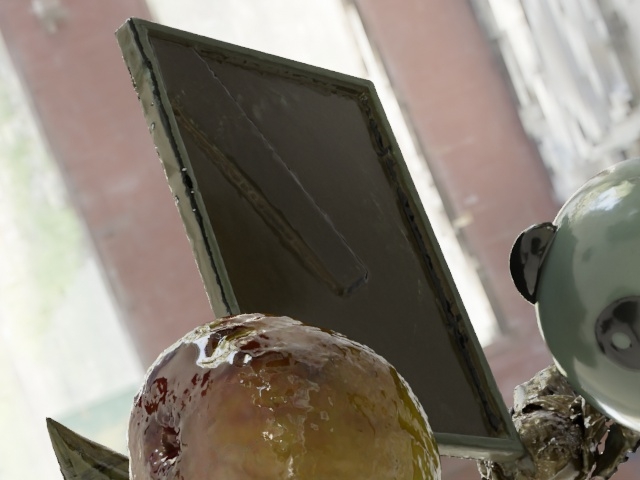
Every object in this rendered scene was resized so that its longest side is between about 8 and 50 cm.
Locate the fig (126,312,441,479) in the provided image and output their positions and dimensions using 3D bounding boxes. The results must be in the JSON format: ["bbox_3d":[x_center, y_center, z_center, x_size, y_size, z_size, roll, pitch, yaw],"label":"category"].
[{"bbox_3d":[0.016,0.141,1.016,0.257,0.159,0.159,32,-171,-34],"label":"fig"}]

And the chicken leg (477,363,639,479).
[{"bbox_3d":[0.168,0.150,1.437,0.080,0.125,0.196,47,178,-3],"label":"chicken leg"}]

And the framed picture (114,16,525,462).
[{"bbox_3d":[0.000,0.000,1.343,0.022,0.247,0.335,-43,54,33],"label":"framed picture"}]

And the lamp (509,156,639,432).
[{"bbox_3d":[0.256,0.025,1.244,0.198,0.244,0.197,37,-142,-37],"label":"lamp"}]

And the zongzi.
[{"bbox_3d":[-0.126,0.141,1.206,0.040,0.076,0.083,-70,-27,-54],"label":"zongzi"}]
